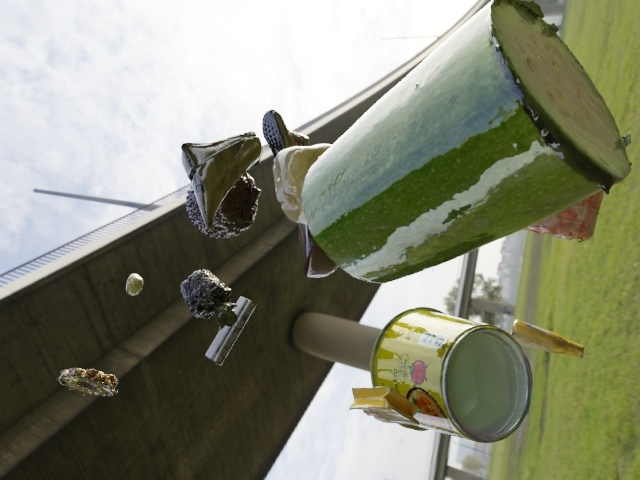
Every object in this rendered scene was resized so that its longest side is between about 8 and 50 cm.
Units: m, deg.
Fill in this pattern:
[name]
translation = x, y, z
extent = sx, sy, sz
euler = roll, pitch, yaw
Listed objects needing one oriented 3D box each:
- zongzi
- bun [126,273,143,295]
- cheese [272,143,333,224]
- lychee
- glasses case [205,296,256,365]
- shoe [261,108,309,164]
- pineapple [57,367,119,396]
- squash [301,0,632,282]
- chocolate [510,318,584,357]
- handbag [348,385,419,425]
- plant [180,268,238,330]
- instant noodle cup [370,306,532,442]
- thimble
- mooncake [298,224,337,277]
[zongzi]
translation = -0.263, -0.188, 1.272
extent = 0.260, 0.289, 0.123
euler = -19, -24, -21
[bun]
translation = -0.722, 0.175, 1.647
extent = 0.086, 0.055, 0.086
euler = -168, 90, -85
[cheese]
translation = -0.021, -0.159, 1.105
extent = 0.218, 0.117, 0.235
euler = 29, -112, -18
[lychee]
translation = -0.402, -0.165, 1.767
extent = 0.306, 0.331, 0.305
euler = -8, -90, -77
[glasses case]
translation = -0.395, 0.396, 1.865
extent = 0.060, 0.114, 0.299
euler = 42, -110, -37
[shoe]
translation = -0.119, -0.406, 1.739
extent = 0.171, 0.132, 0.336
euler = -40, -39, -23
[pineapple]
translation = -0.816, 0.499, 1.487
extent = 0.221, 0.221, 0.047
euler = 69, -159, -47
[squash]
translation = 0.178, -0.109, 0.604
extent = 0.263, 0.384, 0.262
euler = 14, -117, -28
[chocolate]
translation = 0.745, 0.330, 1.391
extent = 0.086, 0.220, 0.085
euler = -42, -41, -50
[handbag]
translation = 0.081, 0.209, 0.525
extent = 0.083, 0.061, 0.027
euler = 44, -136, -38
[plant]
translation = -0.351, 0.194, 1.355
extent = 0.131, 0.203, 0.142
euler = -49, -30, -6
[instant noodle cup]
translation = 0.320, 0.322, 1.018
extent = 0.254, 0.326, 0.325
euler = -22, 50, 67
[thimble]
translation = 0.664, -0.090, 1.209
extent = 0.239, 0.239, 0.162
euler = 2, -79, -65
[mooncake]
translation = 0.000, 0.000, 1.893
extent = 0.326, 0.174, 0.333
euler = -146, 55, -74
